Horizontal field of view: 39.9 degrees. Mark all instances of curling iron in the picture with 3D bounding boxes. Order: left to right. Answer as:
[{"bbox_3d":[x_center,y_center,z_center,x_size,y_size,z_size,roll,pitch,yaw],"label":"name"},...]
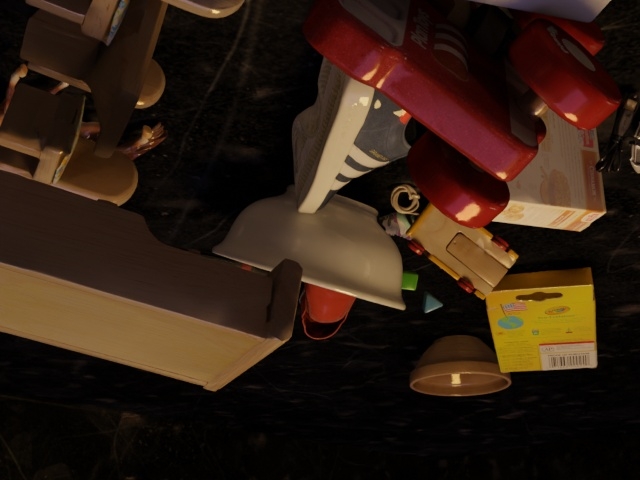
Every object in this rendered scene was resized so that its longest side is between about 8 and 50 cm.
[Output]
[{"bbox_3d":[-0.157,0.061,1.641,0.274,0.035,0.068,16,152,-33],"label":"curling iron"}]

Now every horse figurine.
[{"bbox_3d":[-0.327,-0.146,1.114,0.263,0.066,0.175,23,143,-38],"label":"horse figurine"}]

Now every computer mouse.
[{"bbox_3d":[0.417,-0.121,1.146,0.042,0.105,0.193,13,179,44],"label":"computer mouse"}]

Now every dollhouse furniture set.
[{"bbox_3d":[-0.142,-0.104,0.771,0.257,0.394,0.362,19,151,-18],"label":"dollhouse furniture set"}]

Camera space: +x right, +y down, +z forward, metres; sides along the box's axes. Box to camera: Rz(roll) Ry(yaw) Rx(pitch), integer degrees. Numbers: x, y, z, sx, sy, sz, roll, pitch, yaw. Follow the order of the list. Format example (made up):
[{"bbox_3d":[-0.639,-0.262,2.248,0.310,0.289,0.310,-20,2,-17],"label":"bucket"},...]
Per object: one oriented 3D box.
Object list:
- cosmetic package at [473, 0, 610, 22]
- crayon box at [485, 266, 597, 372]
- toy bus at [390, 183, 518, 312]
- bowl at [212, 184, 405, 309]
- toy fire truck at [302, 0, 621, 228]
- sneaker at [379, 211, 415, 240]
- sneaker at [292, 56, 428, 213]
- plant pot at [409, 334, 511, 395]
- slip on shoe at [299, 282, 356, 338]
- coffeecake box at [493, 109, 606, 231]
[{"bbox_3d":[0.157,-0.282,0.669,0.184,0.151,0.151,7,157,-14],"label":"cosmetic package"},{"bbox_3d":[0.437,0.149,1.733,0.202,0.081,0.318,-5,144,14],"label":"crayon box"},{"bbox_3d":[0.208,0.000,1.395,0.191,0.202,0.104,-6,-172,-2],"label":"toy bus"},{"bbox_3d":[0.000,0.000,1.309,0.298,0.134,0.298,17,178,1],"label":"bowl"},{"bbox_3d":[0.111,-0.177,0.792,0.254,0.302,0.169,36,122,-14],"label":"toy fire truck"},{"bbox_3d":[0.128,-0.019,1.450,0.069,0.038,0.098,-10,146,27],"label":"sneaker"},{"bbox_3d":[0.056,-0.127,1.081,0.148,0.131,0.350,-2,163,-15],"label":"sneaker"},{"bbox_3d":[0.330,0.292,2.092,0.238,0.109,0.237,1,158,0],"label":"plant pot"},{"bbox_3d":[0.019,0.101,1.654,0.123,0.101,0.331,5,155,-7],"label":"slip on shoe"},{"bbox_3d":[0.258,-0.097,1.121,0.186,0.142,0.068,6,157,-13],"label":"coffeecake box"}]
